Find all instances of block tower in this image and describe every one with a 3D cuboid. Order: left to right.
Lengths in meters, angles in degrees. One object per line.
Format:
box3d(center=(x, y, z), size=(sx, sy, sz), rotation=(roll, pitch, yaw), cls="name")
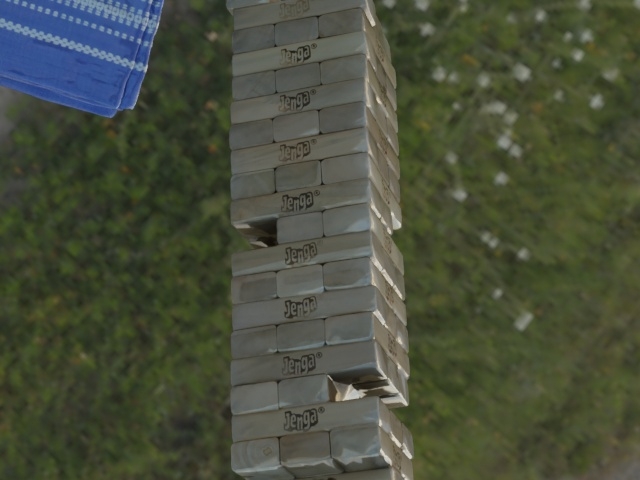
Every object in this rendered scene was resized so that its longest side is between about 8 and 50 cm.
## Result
box3d(center=(0.000, 0.000, 0.965), size=(0.097, 0.335, 0.091), rotation=(-9, 157, 13), cls="block tower")

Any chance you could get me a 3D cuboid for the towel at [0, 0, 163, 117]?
box3d(center=(-0.221, -0.286, 1.231), size=(0.040, 0.243, 0.336), rotation=(-141, -112, -78), cls="towel")
